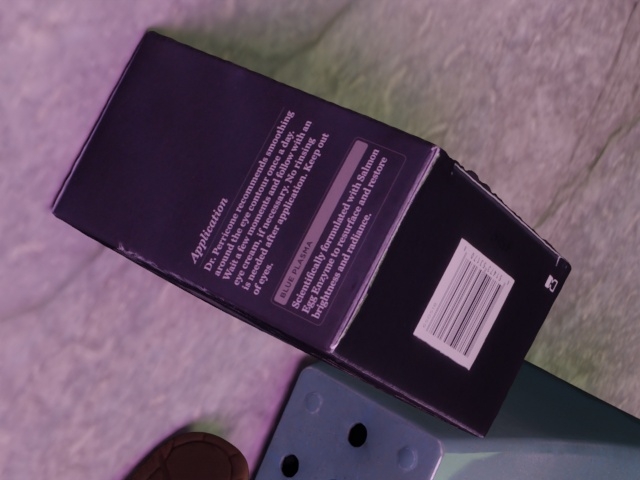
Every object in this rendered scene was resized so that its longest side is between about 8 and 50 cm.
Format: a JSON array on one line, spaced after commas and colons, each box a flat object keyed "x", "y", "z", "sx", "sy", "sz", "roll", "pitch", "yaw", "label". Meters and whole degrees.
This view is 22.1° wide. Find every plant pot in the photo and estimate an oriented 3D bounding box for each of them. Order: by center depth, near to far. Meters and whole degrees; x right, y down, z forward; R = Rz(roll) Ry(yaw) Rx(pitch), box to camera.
[{"x": 0.078, "y": 0.154, "z": 0.923, "sx": 0.234, "sy": 0.165, "sz": 0.165, "roll": 18, "pitch": 96, "yaw": -50, "label": "plant pot"}]

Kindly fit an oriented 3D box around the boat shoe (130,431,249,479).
[{"x": -0.099, "y": 0.177, "z": 0.780, "sx": 0.190, "sy": 0.068, "sz": 0.072, "roll": -39, "pitch": 151, "yaw": -33, "label": "boat shoe"}]

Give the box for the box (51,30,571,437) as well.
[{"x": 0.000, "y": 0.000, "z": 0.708, "sx": 0.093, "sy": 0.158, "sz": 0.156, "roll": -62, "pitch": 146, "yaw": -4, "label": "box"}]
